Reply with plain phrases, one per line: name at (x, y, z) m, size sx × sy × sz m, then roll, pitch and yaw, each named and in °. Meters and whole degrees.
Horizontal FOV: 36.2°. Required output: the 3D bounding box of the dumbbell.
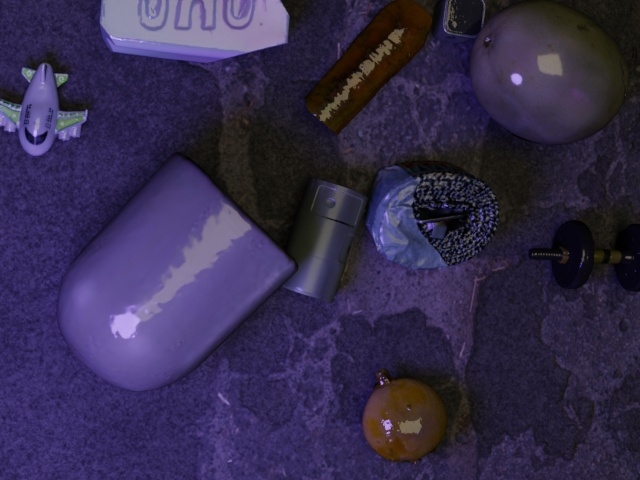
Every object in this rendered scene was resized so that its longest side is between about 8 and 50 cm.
dumbbell at (0.585, 0.033, 2.018) m, size 0.326 × 0.143 × 0.143 m, roll 3°, pitch 93°, yaw -11°

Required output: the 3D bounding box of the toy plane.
toy plane at (-0.521, -0.244, 1.817) m, size 0.174 × 0.080 × 0.173 m, roll -1°, pitch 96°, yaw -11°

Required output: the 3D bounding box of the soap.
soap at (-0.234, -0.446, 1.844) m, size 0.347 × 0.115 × 0.208 m, roll 5°, pitch 93°, yaw -12°

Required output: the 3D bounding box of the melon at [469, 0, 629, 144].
melon at (0.448, -0.320, 1.910) m, size 0.330 × 0.268 × 0.268 m, roll 20°, pitch 89°, yaw -30°

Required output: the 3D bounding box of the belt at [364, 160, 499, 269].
belt at (0.214, -0.050, 1.940) m, size 0.258 × 0.150 × 0.207 m, roll -8°, pitch 104°, yaw -10°

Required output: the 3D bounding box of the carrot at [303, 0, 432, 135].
carrot at (0.094, -0.343, 1.919) m, size 0.114 × 0.114 × 0.302 m, roll 43°, pitch 88°, yaw -10°

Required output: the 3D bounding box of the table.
table at (0.000, 0.000, 1.910) m, size 0.126 × 0.126 × 0.219 m, roll 18°, pitch 89°, yaw -12°

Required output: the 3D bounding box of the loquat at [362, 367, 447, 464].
loquat at (0.162, 0.349, 1.951) m, size 0.172 × 0.149 × 0.204 m, roll -29°, pitch 87°, yaw -4°

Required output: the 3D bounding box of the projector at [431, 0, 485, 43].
projector at (0.276, -0.444, 1.960) m, size 0.083 × 0.082 × 0.083 m, roll 6°, pitch 92°, yaw -10°

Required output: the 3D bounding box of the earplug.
earplug at (-0.282, 0.077, 1.763) m, size 0.394 × 0.312 × 0.312 m, roll -45°, pitch 100°, yaw -5°
